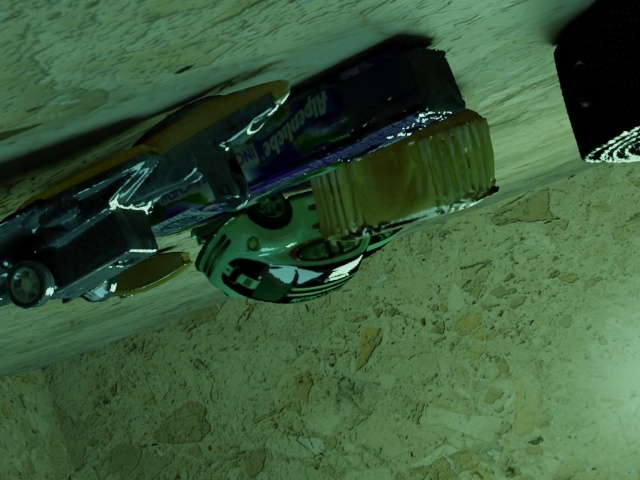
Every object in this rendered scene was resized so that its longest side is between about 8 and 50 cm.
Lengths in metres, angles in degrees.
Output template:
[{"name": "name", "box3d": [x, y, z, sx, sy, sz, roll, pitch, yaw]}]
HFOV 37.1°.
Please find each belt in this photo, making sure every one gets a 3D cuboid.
[{"name": "belt", "box3d": [0.320, -0.142, 0.791, 0.184, 0.164, 0.289, -9, 173, -13]}]

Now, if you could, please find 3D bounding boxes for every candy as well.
[{"name": "candy", "box3d": [-0.038, -0.073, 0.777, 0.312, 0.061, 0.088, -21, 176, 29]}]

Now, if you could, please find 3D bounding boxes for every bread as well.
[{"name": "bread", "box3d": [0.083, -0.072, 0.976, 0.190, 0.114, 0.132, -11, -173, 12]}]

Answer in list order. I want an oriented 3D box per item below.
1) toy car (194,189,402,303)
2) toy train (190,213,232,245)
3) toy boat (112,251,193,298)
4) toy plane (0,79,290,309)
[{"name": "toy car", "box3d": [0.000, 0.000, 1.169, 0.305, 0.125, 0.136, -14, 155, -34]}, {"name": "toy train", "box3d": [-0.122, -0.019, 1.205, 0.083, 0.033, 0.053, -19, 179, 3]}, {"name": "toy boat", "box3d": [-0.256, 0.050, 1.372, 0.149, 0.047, 0.049, -20, 175, -2]}, {"name": "toy plane", "box3d": [-0.148, -0.020, 0.691, 0.316, 0.103, 0.204, -21, 174, 19]}]
